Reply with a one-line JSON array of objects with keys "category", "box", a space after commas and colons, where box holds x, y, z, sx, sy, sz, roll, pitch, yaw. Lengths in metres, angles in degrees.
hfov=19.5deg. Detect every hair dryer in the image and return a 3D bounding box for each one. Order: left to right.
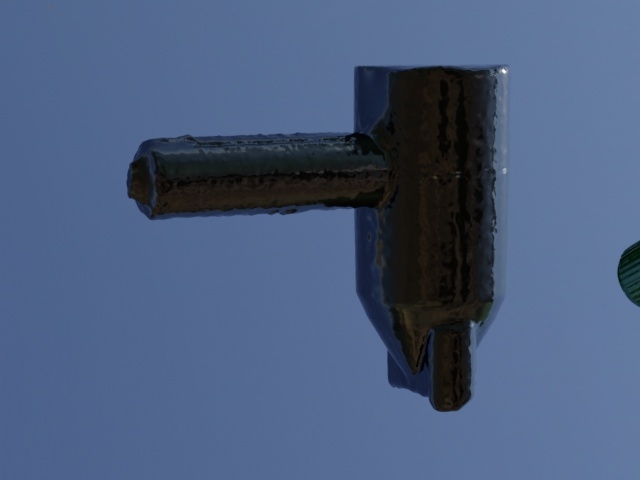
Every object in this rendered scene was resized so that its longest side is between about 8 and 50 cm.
[{"category": "hair dryer", "box": [0.000, 0.000, 1.290, 0.302, 0.116, 0.244, -3, -84, -32]}]

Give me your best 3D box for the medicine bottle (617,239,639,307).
[{"category": "medicine bottle", "box": [0.272, -0.018, 1.088, 0.064, 0.260, 0.095, 38, -126, -13]}]
